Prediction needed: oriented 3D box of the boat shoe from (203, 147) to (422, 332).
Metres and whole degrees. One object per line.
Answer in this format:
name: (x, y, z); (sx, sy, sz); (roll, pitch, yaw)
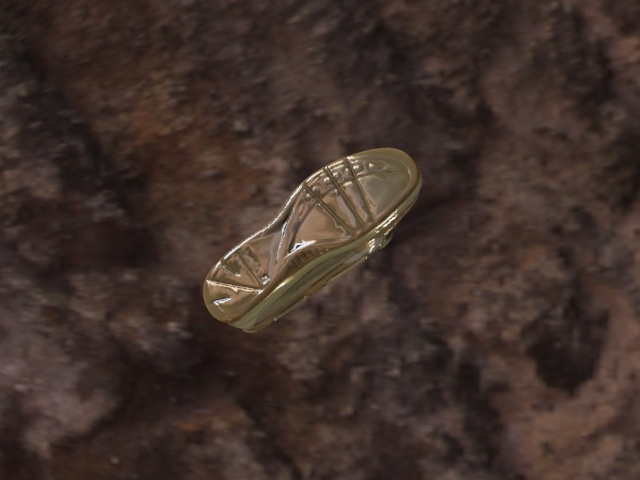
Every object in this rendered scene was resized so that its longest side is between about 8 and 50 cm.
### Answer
boat shoe: (0.000, 0.002, 1.139); (0.153, 0.056, 0.048); (-40, -31, 10)
